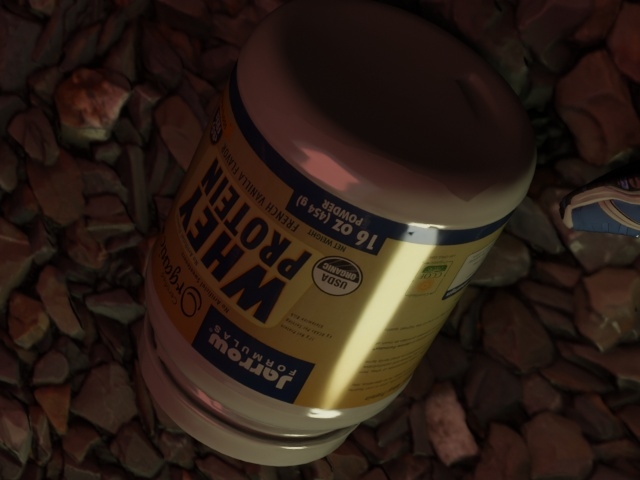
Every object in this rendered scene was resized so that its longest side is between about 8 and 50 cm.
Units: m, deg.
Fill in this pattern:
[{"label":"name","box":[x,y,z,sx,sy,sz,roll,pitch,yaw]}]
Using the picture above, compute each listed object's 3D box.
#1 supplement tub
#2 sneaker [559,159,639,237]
[{"label":"supplement tub","box":[0.000,0.000,1.239,0.228,0.228,0.316,40,129,16]},{"label":"sneaker","box":[0.260,-0.020,1.130,0.211,0.080,0.081,-7,103,40]}]
